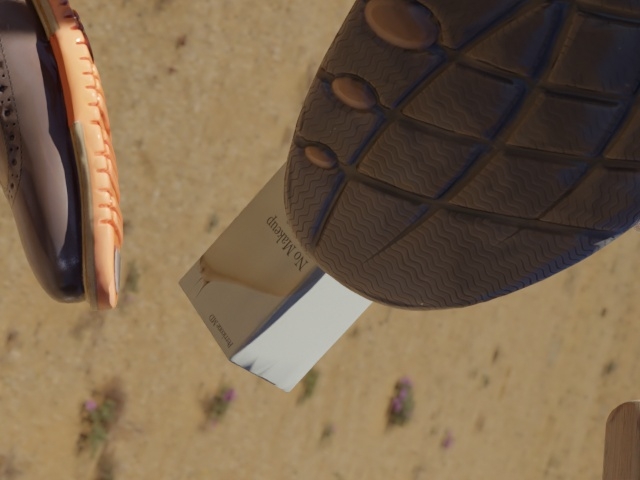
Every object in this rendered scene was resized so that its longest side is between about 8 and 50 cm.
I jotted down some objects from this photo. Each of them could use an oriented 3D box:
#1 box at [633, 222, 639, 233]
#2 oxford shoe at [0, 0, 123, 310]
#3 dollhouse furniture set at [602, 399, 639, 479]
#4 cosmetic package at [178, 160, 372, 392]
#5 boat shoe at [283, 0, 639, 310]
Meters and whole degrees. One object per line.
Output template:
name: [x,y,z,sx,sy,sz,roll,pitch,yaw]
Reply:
box: [0.298,-0.080,1.073,0.130,0.091,0.170,19,115,-49]
oxford shoe: [-0.206,-0.120,0.811,0.130,0.133,0.363,111,-41,-74]
dollhouse furniture set: [0.320,0.112,0.945,0.212,0.242,0.161,-5,98,-66]
cosmetic package: [0.000,0.000,1.610,0.309,0.160,0.113,-48,135,7]
boat shoe: [0.127,-0.114,0.516,0.355,0.132,0.130,-47,177,20]
